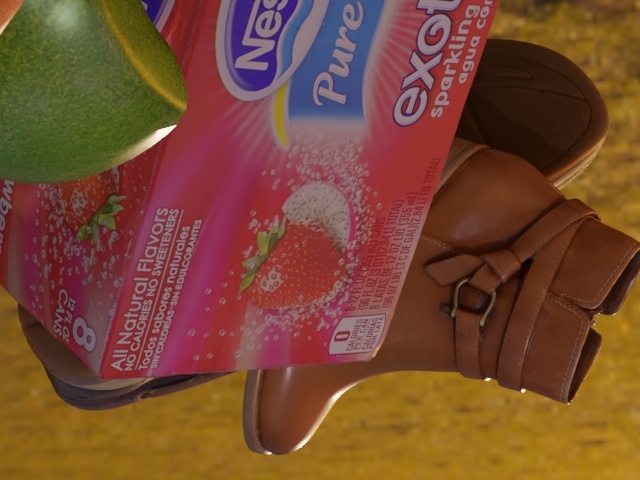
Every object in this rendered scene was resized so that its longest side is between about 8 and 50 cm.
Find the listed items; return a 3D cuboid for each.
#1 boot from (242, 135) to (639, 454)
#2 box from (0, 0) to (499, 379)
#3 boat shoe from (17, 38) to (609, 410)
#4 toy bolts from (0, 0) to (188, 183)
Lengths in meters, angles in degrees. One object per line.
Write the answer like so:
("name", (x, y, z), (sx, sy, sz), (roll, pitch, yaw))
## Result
("boot", (0.058, 0.048, 0.950), (0.152, 0.197, 0.073), (29, -176, 21))
("box", (-0.025, -0.097, 0.606), (0.123, 0.256, 0.128), (-1, -152, -42))
("boat shoe", (0.000, 0.000, 1.055), (0.342, 0.123, 0.123), (-28, 154, -13))
("toy bolts", (-0.053, -0.150, 0.386), (0.218, 0.228, 0.158), (-15, 165, 21))
